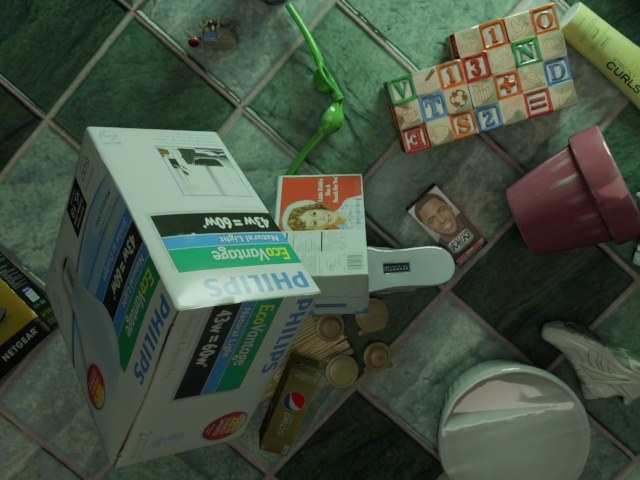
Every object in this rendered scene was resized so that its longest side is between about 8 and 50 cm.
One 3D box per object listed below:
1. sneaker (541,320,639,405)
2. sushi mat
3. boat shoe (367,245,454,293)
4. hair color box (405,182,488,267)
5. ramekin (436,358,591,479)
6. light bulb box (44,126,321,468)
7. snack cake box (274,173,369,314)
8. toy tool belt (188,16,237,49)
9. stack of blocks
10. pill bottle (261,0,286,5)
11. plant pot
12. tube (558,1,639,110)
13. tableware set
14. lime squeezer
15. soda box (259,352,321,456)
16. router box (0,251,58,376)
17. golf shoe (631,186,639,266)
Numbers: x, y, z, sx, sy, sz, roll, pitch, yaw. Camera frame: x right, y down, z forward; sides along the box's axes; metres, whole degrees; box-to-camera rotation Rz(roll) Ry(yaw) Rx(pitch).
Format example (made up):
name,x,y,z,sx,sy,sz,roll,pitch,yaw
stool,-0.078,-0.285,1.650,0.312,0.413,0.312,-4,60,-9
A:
name,x,y,z,sx,sy,sz,roll,pitch,yaw
sneaker,0.494,0.232,1.343,0.232,0.090,0.115,28,103,-3
sushi mat,-0.104,0.220,1.391,0.316,0.019,0.152,-31,97,7
boat shoe,0.100,0.051,1.321,0.267,0.088,0.096,-5,76,-4
hair color box,0.226,-0.027,1.324,0.072,0.043,0.141,-44,96,9
ramekin,0.339,0.340,1.346,0.272,0.127,0.273,0,101,2
light bulb box,-0.231,0.078,1.121,0.225,0.361,0.358,-4,136,-37
snack cake box,0.000,0.000,1.222,0.152,0.264,0.089,-2,130,3
toy tool belt,-0.186,-0.359,1.278,0.083,0.052,0.051,0,69,-2
stack of blocks,0.261,-0.271,1.257,0.297,0.087,0.171,-16,99,5
pill bottle,-0.082,-0.433,1.211,0.078,0.137,0.078,0,100,2
plant pot,0.422,-0.068,1.247,0.180,0.201,0.201,-25,99,22
tube,0.510,-0.309,1.261,0.240,0.062,0.070,36,140,-10
tableware set,0.065,0.188,1.366,0.141,0.020,0.169,-12,97,-13
lime squeezer,-0.009,-0.253,1.295,0.109,0.058,0.311,8,104,31
soda box,-0.058,0.303,1.368,0.058,0.061,0.181,19,107,-11
router box,-0.671,0.164,1.364,0.309,0.081,0.243,-42,96,8
golf shoe,0.589,0.002,1.304,0.093,0.077,0.198,-27,97,6
